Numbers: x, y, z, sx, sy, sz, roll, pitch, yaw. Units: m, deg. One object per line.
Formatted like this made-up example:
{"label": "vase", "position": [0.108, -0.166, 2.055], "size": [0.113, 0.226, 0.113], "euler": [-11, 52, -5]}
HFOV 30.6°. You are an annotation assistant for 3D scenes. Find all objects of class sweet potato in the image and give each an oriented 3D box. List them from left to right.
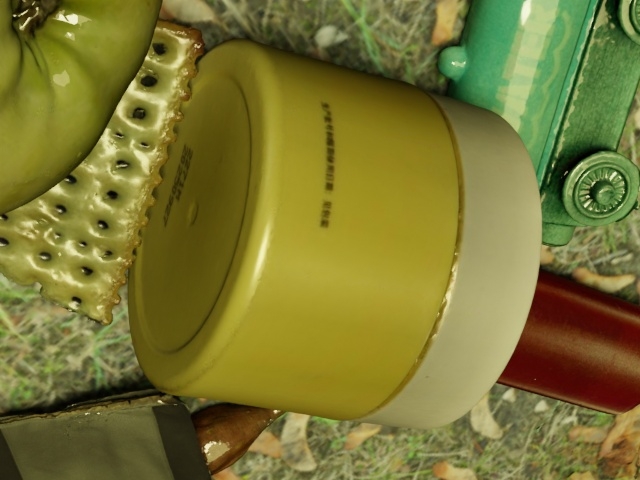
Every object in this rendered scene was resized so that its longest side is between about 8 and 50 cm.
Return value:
{"label": "sweet potato", "position": [-0.070, 0.148, 0.884], "size": [0.117, 0.049, 0.049], "euler": [-25, 124, -4]}

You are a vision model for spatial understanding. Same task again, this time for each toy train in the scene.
{"label": "toy train", "position": [0.158, -0.114, 0.813], "size": [0.159, 0.101, 0.248], "euler": [7, 113, -11]}

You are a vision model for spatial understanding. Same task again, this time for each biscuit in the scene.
{"label": "biscuit", "position": [-0.165, -0.058, 0.724], "size": [0.144, 0.016, 0.203], "euler": [21, 108, -7]}

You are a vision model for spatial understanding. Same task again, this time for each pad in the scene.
{"label": "pad", "position": [-0.155, 0.209, 0.872], "size": [0.174, 0.022, 0.233], "euler": [-12, 123, 5]}

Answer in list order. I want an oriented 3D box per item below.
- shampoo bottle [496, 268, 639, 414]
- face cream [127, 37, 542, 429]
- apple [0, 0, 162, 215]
{"label": "shampoo bottle", "position": [0.211, 0.086, 0.956], "size": [0.260, 0.064, 0.102], "euler": [18, 109, -29]}
{"label": "face cream", "position": [0.000, 0.000, 0.729], "size": [0.179, 0.218, 0.218], "euler": [12, 112, -26]}
{"label": "apple", "position": [-0.202, -0.130, 0.555], "size": [0.262, 0.262, 0.262], "euler": [-10, 120, -17]}
